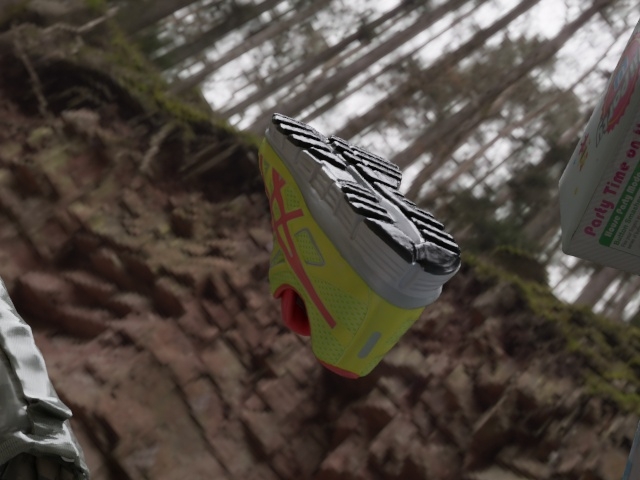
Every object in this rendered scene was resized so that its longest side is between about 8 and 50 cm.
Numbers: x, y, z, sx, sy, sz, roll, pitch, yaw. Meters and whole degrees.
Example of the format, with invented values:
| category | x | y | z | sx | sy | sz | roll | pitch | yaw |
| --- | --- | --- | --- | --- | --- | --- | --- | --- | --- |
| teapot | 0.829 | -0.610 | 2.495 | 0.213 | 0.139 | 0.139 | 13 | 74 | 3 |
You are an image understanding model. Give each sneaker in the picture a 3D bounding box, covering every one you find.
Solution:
| category | x | y | z | sx | sy | sz | roll | pitch | yaw |
| --- | --- | --- | --- | --- | --- | --- | --- | --- | --- |
| sneaker | 0.000 | 0.000 | 0.733 | 0.081 | 0.208 | 0.094 | 20 | -72 | -20 |

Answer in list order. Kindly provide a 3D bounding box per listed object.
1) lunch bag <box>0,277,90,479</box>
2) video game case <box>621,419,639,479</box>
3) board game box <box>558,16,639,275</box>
| category | x | y | z | sx | sy | sz | roll | pitch | yaw |
| --- | --- | --- | --- | --- | --- | --- | --- | --- | --- |
| lunch bag | -0.266 | 0.172 | 0.943 | 0.287 | 0.169 | 0.235 | -54 | -140 | 15 |
| video game case | 0.157 | 0.047 | 0.466 | 0.061 | 0.269 | 0.244 | 16 | -85 | 22 |
| board game box | 0.336 | -0.055 | 0.884 | 0.303 | 0.097 | 0.224 | 17 | -54 | -4 |
